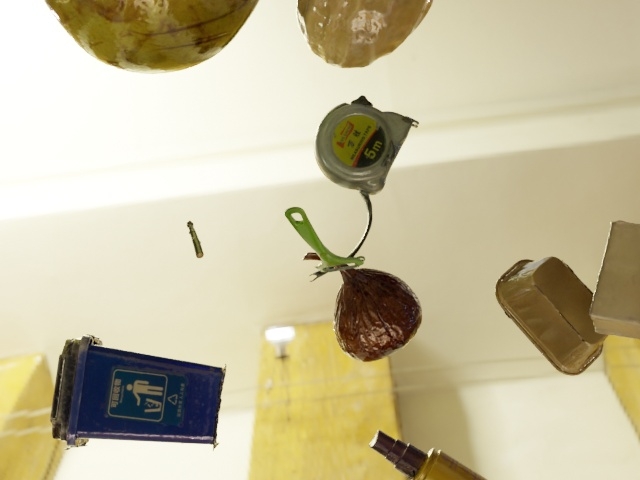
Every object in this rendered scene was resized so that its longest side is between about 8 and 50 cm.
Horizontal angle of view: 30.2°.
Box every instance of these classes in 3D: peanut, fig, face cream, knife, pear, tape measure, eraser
[{"bbox_3d":[0.093,-0.366,1.454,0.174,0.340,0.158,20,-167,-48],"label":"peanut"},{"bbox_3d":[0.065,0.078,1.821,0.134,0.201,0.146,-19,-159,31],"label":"fig"},{"bbox_3d":[0.193,0.361,1.721,0.273,0.078,0.078,32,-152,5],"label":"face cream"},{"bbox_3d":[0.000,0.002,1.657,0.078,0.166,0.022,-15,-126,21],"label":"knife"},{"bbox_3d":[-0.207,-0.342,1.458,0.284,0.283,0.283,-7,-160,3],"label":"pear"},{"bbox_3d":[0.030,-0.085,1.989,0.164,0.330,0.084,27,170,9],"label":"tape measure"},{"bbox_3d":[0.512,0.072,1.438,0.343,0.078,0.144,11,-110,25],"label":"eraser"}]

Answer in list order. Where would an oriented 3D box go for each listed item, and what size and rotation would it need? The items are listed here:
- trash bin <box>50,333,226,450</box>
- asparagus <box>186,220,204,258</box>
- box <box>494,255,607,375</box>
[{"bbox_3d":[-0.257,0.226,1.705,0.235,0.162,0.184,6,173,-2],"label":"trash bin"},{"bbox_3d":[-0.232,-0.004,2.184,0.015,0.018,0.127,10,-154,-21],"label":"asparagus"},{"bbox_3d":[0.328,0.102,1.663,0.111,0.177,0.111,-40,174,-6],"label":"box"}]
